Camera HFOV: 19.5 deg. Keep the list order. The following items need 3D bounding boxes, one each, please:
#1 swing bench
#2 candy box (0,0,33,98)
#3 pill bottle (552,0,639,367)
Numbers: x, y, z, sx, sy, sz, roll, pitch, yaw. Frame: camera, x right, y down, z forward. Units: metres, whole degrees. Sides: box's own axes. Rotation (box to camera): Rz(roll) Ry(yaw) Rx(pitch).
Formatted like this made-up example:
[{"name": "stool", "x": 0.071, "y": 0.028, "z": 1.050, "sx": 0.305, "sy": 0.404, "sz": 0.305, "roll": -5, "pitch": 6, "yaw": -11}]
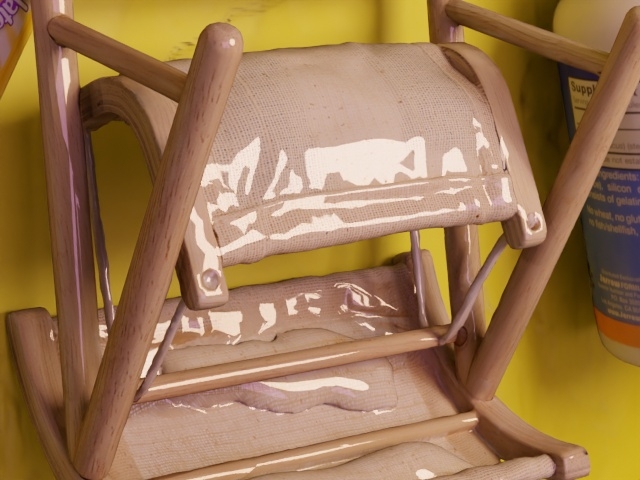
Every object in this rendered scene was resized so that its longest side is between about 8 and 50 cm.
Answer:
[{"name": "swing bench", "x": 0.000, "y": 0.000, "z": 0.884, "sx": 0.253, "sy": 0.165, "sz": 0.254, "roll": -7, "pitch": 113, "yaw": -36}, {"name": "candy box", "x": -0.172, "y": -0.119, "z": 0.827, "sx": 0.105, "sy": 0.027, "sz": 0.206, "roll": 29, "pitch": 79, "yaw": -38}, {"name": "pill bottle", "x": 0.211, "y": -0.076, "z": 1.037, "sx": 0.152, "sy": 0.152, "sz": 0.272, "roll": -20, "pitch": 107, "yaw": -33}]
